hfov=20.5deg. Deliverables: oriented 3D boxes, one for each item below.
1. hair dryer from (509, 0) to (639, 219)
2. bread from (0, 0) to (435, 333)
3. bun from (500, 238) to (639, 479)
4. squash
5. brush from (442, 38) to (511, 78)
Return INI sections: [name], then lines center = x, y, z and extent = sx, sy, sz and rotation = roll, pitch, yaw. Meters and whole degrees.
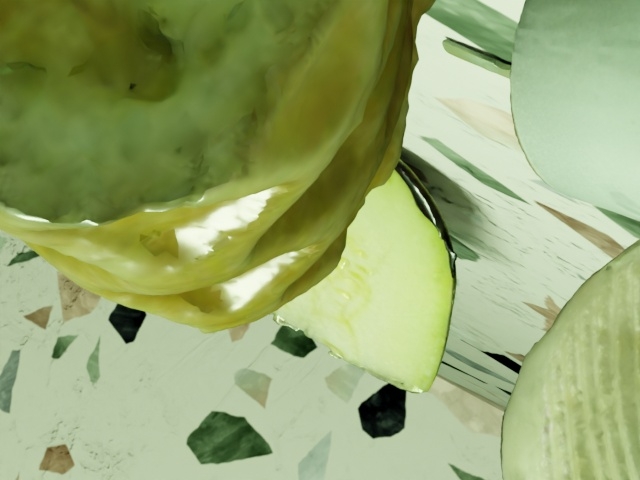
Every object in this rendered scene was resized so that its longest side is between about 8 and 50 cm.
[hair dryer]
center = 0.089, -0.106, 0.442
extent = 0.173, 0.108, 0.357
rotation = 19, 163, 43
[bread]
center = -0.056, -0.096, 0.572
extent = 0.238, 0.196, 0.252
rotation = 52, -179, 2
[bun]
center = 0.213, 0.114, 0.965
extent = 0.141, 0.239, 0.239
rotation = 24, 178, -40
[squash]
center = 0.000, 0.000, 1.340
extent = 0.236, 0.204, 0.155
rotation = 28, -164, 12
[brush]
center = 0.096, -0.082, 0.894
extent = 0.083, 0.013, 0.016
rotation = 27, 176, 29
